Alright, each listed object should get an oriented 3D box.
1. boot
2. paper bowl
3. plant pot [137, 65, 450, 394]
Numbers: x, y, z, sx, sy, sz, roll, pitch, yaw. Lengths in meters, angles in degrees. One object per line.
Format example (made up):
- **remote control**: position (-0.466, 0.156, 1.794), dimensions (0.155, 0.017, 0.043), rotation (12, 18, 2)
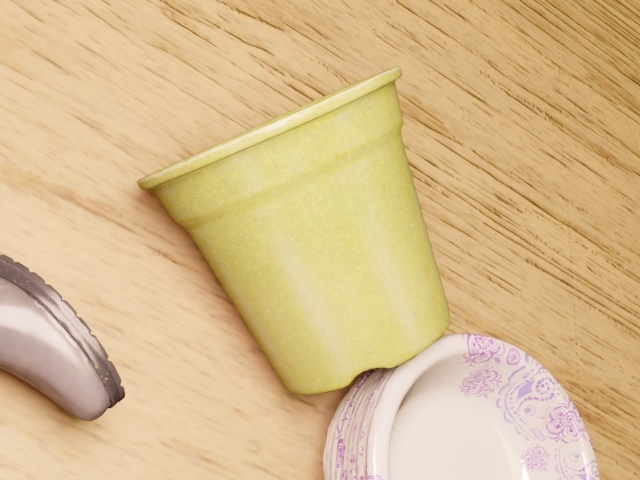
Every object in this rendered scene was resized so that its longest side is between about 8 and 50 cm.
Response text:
- **boot**: position (-0.347, 0.090, 0.834), dimensions (0.338, 0.118, 0.222), rotation (39, 60, -3)
- **paper bowl**: position (0.131, 0.247, 1.037), dimensions (0.284, 0.148, 0.284), rotation (13, 64, -29)
- **plant pot**: position (0.000, 0.000, 1.005), dimensions (0.276, 0.276, 0.254), rotation (-30, 99, -37)
